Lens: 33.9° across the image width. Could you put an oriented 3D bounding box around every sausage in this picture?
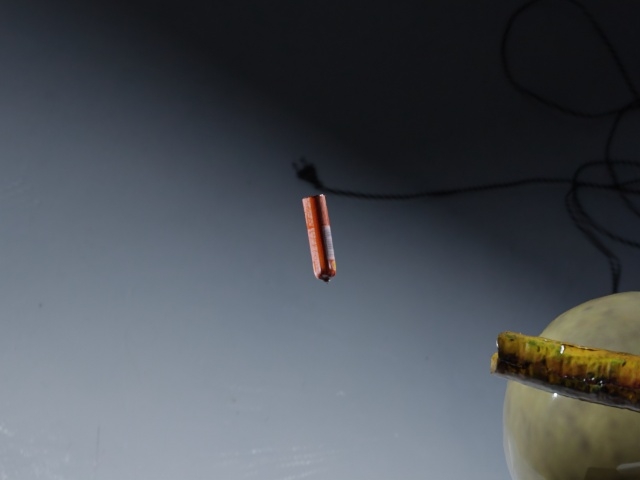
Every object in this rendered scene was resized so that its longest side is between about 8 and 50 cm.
[{"bbox_3d":[0.000,0.000,1.521,0.034,0.034,0.129,-7,82,-20],"label":"sausage"}]

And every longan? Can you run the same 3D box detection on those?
[{"bbox_3d":[0.440,0.252,1.396,0.404,0.336,0.404,-10,49,11],"label":"longan"}]

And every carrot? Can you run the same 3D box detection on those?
[{"bbox_3d":[0.317,0.148,1.159,0.260,0.070,0.070,11,54,16],"label":"carrot"}]
